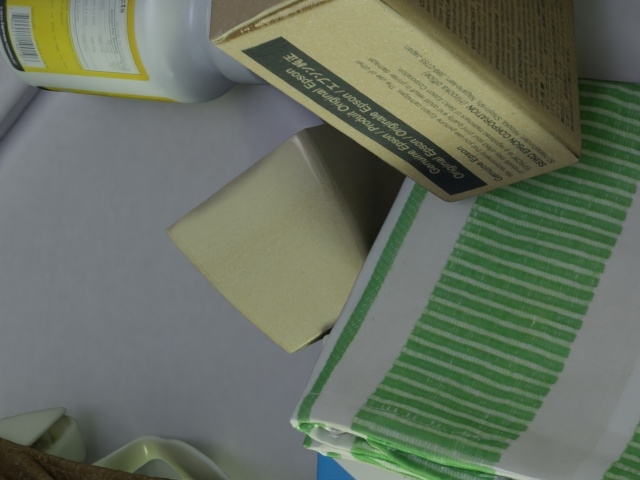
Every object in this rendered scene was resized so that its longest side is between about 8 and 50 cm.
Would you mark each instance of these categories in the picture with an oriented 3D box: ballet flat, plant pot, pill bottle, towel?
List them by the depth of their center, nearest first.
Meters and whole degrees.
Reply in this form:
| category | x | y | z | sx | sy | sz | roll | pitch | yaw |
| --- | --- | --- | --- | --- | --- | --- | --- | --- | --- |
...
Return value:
| category | x | y | z | sx | sy | sz | roll | pitch | yaw |
| --- | --- | --- | --- | --- | --- | --- | --- | --- | --- |
| towel | 0.165 | 0.026 | 0.762 | 0.325 | 0.038 | 0.248 | 10 | 62 | 34 |
| plant pot | 0.000 | 0.000 | 0.908 | 0.109 | 0.109 | 0.096 | -35 | 82 | 29 |
| pill bottle | -0.102 | -0.136 | 0.975 | 0.184 | 0.103 | 0.103 | 8 | 94 | 34 |
| ballet flat | -0.152 | 0.163 | 0.998 | 0.342 | 0.124 | 0.116 | 6 | 129 | 31 |

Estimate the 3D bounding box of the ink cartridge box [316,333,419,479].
| category | x | y | z | sx | sy | sz | roll | pitch | yaw |
| --- | --- | --- | --- | --- | --- | --- | --- | --- | --- |
| ink cartridge box | 0.112 | 0.120 | 0.841 | 0.231 | 0.078 | 0.134 | 3 | 92 | 34 |

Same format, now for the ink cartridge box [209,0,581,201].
| category | x | y | z | sx | sy | sz | roll | pitch | yaw |
| --- | --- | --- | --- | --- | --- | --- | --- | --- | --- |
| ink cartridge box | 0.041 | -0.164 | 0.785 | 0.088 | 0.193 | 0.235 | -18 | 58 | 34 |
